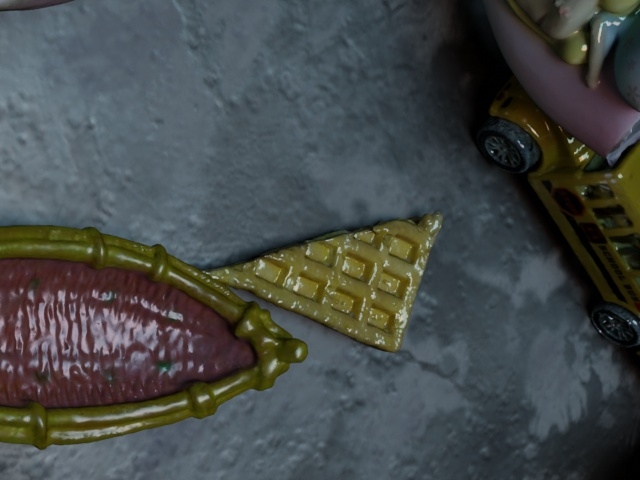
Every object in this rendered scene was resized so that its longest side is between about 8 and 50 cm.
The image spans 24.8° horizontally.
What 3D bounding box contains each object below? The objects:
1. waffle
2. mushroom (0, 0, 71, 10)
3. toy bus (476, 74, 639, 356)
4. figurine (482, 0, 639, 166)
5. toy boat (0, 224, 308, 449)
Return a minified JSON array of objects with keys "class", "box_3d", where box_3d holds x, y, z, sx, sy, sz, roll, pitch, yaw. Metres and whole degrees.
[{"class":"waffle","box_3d":[0.000,0.000,1.052,0.191,0.032,0.125,27,78,-35]},{"class":"mushroom","box_3d":[-0.181,-0.218,0.868,0.162,0.173,0.236,-43,78,14]},{"class":"toy bus","box_3d":[0.266,-0.013,1.188,0.121,0.123,0.335,-48,118,-24]},{"class":"figurine","box_3d":[0.190,-0.261,1.029,0.316,0.284,0.206,45,52,11]},{"class":"toy boat","box_3d":[-0.165,0.060,0.900,0.318,0.099,0.141,4,87,-33]}]
